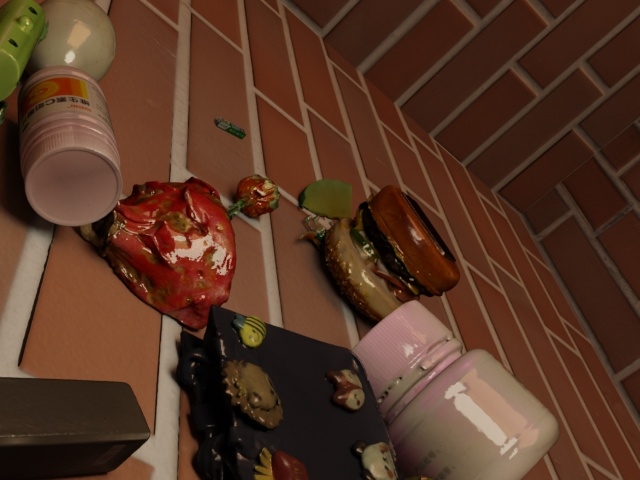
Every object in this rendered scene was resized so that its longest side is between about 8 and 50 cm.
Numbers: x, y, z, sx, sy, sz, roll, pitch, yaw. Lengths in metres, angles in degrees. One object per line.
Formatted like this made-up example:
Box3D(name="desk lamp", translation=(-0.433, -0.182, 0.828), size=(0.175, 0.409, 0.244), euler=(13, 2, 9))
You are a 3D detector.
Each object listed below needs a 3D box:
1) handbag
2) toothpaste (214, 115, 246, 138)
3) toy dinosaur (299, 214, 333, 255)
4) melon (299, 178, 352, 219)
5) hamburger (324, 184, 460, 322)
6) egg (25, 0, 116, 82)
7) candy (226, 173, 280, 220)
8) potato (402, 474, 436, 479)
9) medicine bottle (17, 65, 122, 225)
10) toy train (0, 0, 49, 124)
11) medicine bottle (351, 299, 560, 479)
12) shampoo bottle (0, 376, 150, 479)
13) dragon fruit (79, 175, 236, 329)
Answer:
Box3D(name="handbag", translation=(-0.038, 0.255, 1.136), size=(0.329, 0.122, 0.303), euler=(28, 29, -40))
Box3D(name="toothpaste", translation=(-0.203, -0.254, 1.855), size=(0.083, 0.017, 0.020), euler=(24, 32, -48))
Box3D(name="toy dinosaur", translation=(0.003, -0.001, 1.787), size=(0.106, 0.044, 0.187), euler=(59, 17, -15))
Box3D(name="melon", translation=(0.008, -0.089, 1.967), size=(0.262, 0.053, 0.113), euler=(-7, 76, -61))
Box3D(name="hamburger", translation=(0.143, 0.035, 1.729), size=(0.291, 0.225, 0.291), euler=(49, 16, -19))
Box3D(name="egg", translation=(-0.419, -0.322, 1.361), size=(0.151, 0.151, 0.209), euler=(37, 28, -28))
Box3D(name="candy", translation=(-0.155, -0.060, 1.534), size=(0.084, 0.078, 0.288), euler=(21, 21, 12))
Box3D(name="potato", translation=(0.185, 0.453, 1.177), size=(0.251, 0.149, 0.113), euler=(48, 11, 13))
Box3D(name="medicine bottle", translation=(-0.354, -0.137, 1.151), size=(0.133, 0.133, 0.249), euler=(32, 20, -36))
Box3D(name="toy train", translation=(-0.457, -0.258, 1.162), size=(0.105, 0.157, 0.253), euler=(38, 22, -27))
Box3D(name="medicine bottle", translation=(0.199, 0.283, 1.359), size=(0.325, 0.256, 0.256), euler=(45, 19, 20))
Box3D(name="shampoo bottle", translation=(-0.288, 0.187, 0.815), size=(0.246, 0.080, 0.079), euler=(17, 35, -55))
Box3D(name="dragon fruit", translation=(-0.238, -0.014, 1.204), size=(0.212, 0.134, 0.262), euler=(8, 44, -46))
